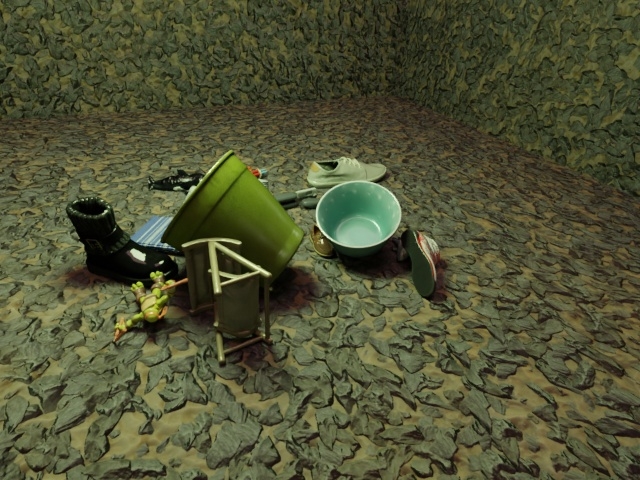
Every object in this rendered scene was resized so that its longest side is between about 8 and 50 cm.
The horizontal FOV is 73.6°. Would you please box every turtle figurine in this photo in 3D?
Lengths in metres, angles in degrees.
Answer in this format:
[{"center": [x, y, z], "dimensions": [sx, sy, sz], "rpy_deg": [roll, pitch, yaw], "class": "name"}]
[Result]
[{"center": [-0.492, 0.177, 1.270], "dimensions": [0.269, 0.087, 0.217], "rpy_deg": [-42, 32, 0], "class": "turtle figurine"}]

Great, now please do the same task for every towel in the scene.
[{"center": [-0.543, -0.017, 1.667], "dimensions": [0.335, 0.040, 0.243], "rpy_deg": [7, 30, 3], "class": "towel"}]

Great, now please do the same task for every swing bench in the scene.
[{"center": [-0.263, 0.153, 1.208], "dimensions": [0.165, 0.253, 0.254], "rpy_deg": [-17, 38, -30], "class": "swing bench"}]

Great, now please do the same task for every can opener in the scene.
[{"center": [-0.126, -0.178, 1.922], "dimensions": [0.280, 0.074, 0.093], "rpy_deg": [-13, 36, -24], "class": "can opener"}]

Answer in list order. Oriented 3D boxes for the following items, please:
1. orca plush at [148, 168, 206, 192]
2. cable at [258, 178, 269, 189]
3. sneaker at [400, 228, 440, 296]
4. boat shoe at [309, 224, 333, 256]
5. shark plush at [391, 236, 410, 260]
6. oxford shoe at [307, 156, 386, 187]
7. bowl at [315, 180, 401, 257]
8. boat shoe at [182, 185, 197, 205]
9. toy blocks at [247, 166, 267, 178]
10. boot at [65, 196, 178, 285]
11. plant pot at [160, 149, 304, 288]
[{"center": [-0.675, -0.304, 2.040], "dimensions": [0.287, 0.102, 0.151], "rpy_deg": [4, 32, 0], "class": "orca plush"}, {"center": [-0.356, -0.235, 1.915], "dimensions": [0.257, 0.089, 0.257], "rpy_deg": [-5, 11, -33], "class": "cable"}, {"center": [0.386, 0.086, 1.531], "dimensions": [0.145, 0.090, 0.270], "rpy_deg": [19, 44, -38], "class": "sneaker"}, {"center": [0.000, 0.000, 1.662], "dimensions": [0.064, 0.060, 0.178], "rpy_deg": [-9, 34, -19], "class": "boat shoe"}, {"center": [0.306, 0.022, 1.670], "dimensions": [0.067, 0.073, 0.161], "rpy_deg": [-29, 40, 5], "class": "shark plush"}, {"center": [0.146, -0.363, 2.201], "dimensions": [0.449, 0.130, 0.169], "rpy_deg": [-9, 32, -21], "class": "oxford shoe"}, {"center": [0.144, -0.058, 1.621], "dimensions": [0.311, 0.163, 0.312], "rpy_deg": [-3, 55, 4], "class": "bowl"}, {"center": [-0.445, -0.138, 1.808], "dimensions": [0.320, 0.118, 0.103], "rpy_deg": [22, 75, 23], "class": "boat shoe"}, {"center": [-0.361, -0.349, 2.192], "dimensions": [0.148, 0.054, 0.123], "rpy_deg": [-22, 40, -35], "class": "toy blocks"}, {"center": [-0.648, 0.002, 1.401], "dimensions": [0.347, 0.260, 0.131], "rpy_deg": [7, 32, 7], "class": "boot"}, {"center": [-0.255, -0.035, 1.387], "dimensions": [0.353, 0.366, 0.366], "rpy_deg": [38, 32, -10], "class": "plant pot"}]
